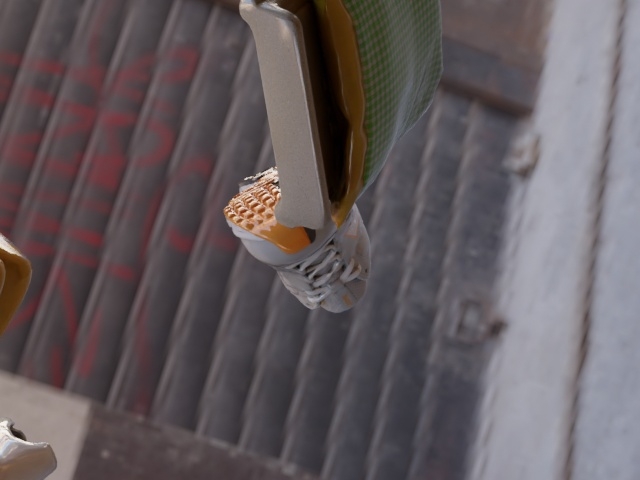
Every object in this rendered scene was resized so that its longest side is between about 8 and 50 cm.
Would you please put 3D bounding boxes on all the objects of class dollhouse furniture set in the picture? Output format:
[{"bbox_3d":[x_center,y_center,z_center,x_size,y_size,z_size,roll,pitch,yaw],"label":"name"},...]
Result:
[{"bbox_3d":[0.057,-0.165,1.033,0.197,0.151,0.302,-45,-46,-50],"label":"dollhouse furniture set"}]

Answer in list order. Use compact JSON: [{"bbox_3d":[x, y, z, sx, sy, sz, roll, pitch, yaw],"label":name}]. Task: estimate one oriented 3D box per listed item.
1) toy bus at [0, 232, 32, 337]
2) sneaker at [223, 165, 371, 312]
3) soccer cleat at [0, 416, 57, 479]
[{"bbox_3d":[-0.217,0.136,0.627,0.333,0.108,0.130,-57,43,6],"label":"toy bus"},{"bbox_3d":[0.000,0.000,1.309,0.099,0.121,0.262,-25,6,5],"label":"sneaker"},{"bbox_3d":[-0.229,0.140,1.141,0.196,0.076,0.068,9,117,61],"label":"soccer cleat"}]
